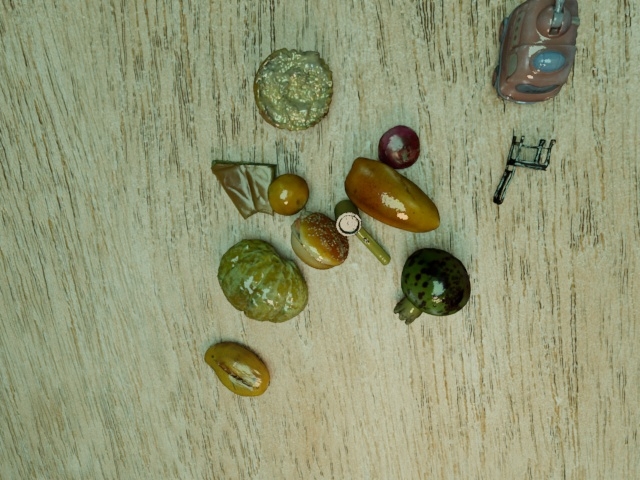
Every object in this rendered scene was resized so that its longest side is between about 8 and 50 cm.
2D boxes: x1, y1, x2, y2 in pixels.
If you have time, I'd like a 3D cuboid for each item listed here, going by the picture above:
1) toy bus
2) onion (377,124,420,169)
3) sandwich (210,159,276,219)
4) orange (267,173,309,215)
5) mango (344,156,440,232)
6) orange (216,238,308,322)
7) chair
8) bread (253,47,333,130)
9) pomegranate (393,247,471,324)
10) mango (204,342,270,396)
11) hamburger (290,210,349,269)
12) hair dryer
[{"bbox_3d":[0.634,-0.555,1.182,0.197,0.232,0.294,6,103,8],"label":"toy bus"},{"bbox_3d":[0.263,-0.296,1.351,0.150,0.140,0.150,3,120,5],"label":"onion"},{"bbox_3d":[-0.286,-0.183,1.507,0.245,0.063,0.212,5,105,10],"label":"sandwich"},{"bbox_3d":[-0.117,-0.164,1.441,0.134,0.154,0.155,39,108,31],"label":"orange"},{"bbox_3d":[0.240,-0.134,1.369,0.350,0.199,0.201,36,149,13],"label":"mango"},{"bbox_3d":[-0.222,0.165,1.505,0.368,0.210,0.271,35,108,3],"label":"orange"},{"bbox_3d":[0.653,-0.221,1.324,0.113,0.106,0.229,12,106,8],"label":"chair"},{"bbox_3d":[-0.086,-0.494,1.359,0.274,0.149,0.274,1,97,6],"label":"bread"},{"bbox_3d":[0.361,0.154,1.416,0.306,0.242,0.242,-27,98,44],"label":"pomegranate"},{"bbox_3d":[-0.338,0.520,1.647,0.295,0.120,0.177,30,104,2],"label":"mango"},{"bbox_3d":[-0.002,0.002,1.427,0.237,0.237,0.147,34,122,0],"label":"hamburger"},{"bbox_3d":[0.154,-0.019,1.456,0.090,0.135,0.279,-38,111,15],"label":"hair dryer"}]
